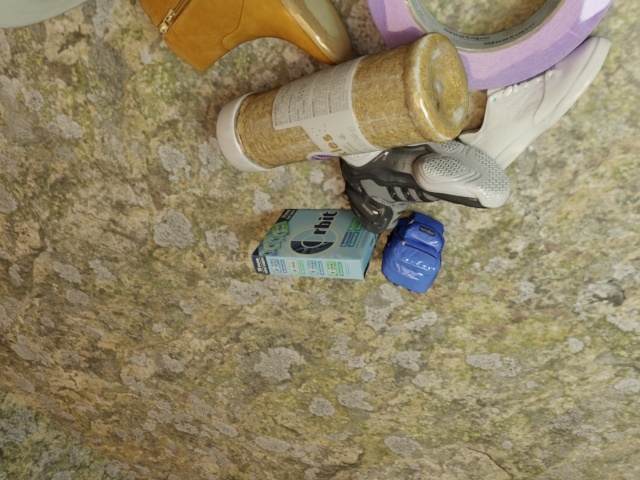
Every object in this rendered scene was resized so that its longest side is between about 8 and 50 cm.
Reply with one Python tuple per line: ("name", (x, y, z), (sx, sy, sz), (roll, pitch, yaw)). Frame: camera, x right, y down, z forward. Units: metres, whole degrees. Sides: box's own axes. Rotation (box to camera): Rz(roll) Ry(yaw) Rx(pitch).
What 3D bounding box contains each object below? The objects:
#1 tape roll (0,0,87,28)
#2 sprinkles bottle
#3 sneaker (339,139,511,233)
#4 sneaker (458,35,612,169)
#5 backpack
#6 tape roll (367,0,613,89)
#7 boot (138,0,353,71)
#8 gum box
("tape roll", (-0.318, -0.380, 0.563), (0.286, 0.286, 0.100), (-21, 113, 32))
("sprinkles bottle", (0.009, -0.168, 0.631), (0.356, 0.121, 0.121), (0, 125, 43))
("sneaker", (0.141, -0.074, 0.708), (0.269, 0.101, 0.153), (25, 137, 28))
("sneaker", (0.268, -0.186, 0.617), (0.094, 0.080, 0.212), (42, 130, 4))
("backpack", (0.152, 0.018, 0.772), (0.098, 0.120, 0.101), (20, 128, 7))
("tape roll", (0.191, -0.322, 0.536), (0.275, 0.090, 0.274), (11, 127, 15))
("boot", (-0.113, -0.307, 0.667), (0.295, 0.104, 0.211), (46, 132, -8))
("gum box", (0.000, 0.000, 0.793), (0.185, 0.157, 0.041), (1, 123, 21))
